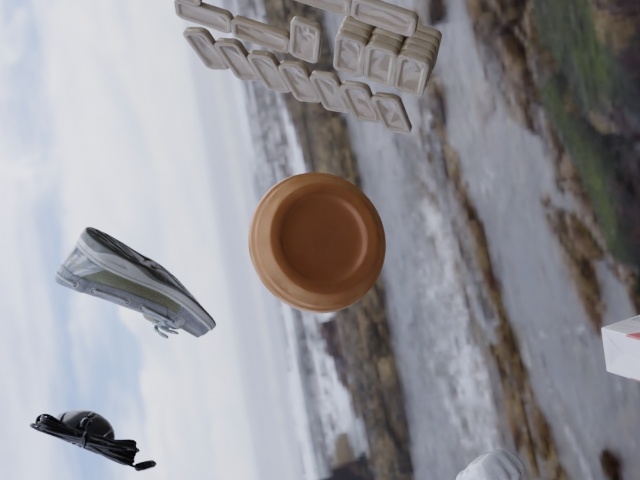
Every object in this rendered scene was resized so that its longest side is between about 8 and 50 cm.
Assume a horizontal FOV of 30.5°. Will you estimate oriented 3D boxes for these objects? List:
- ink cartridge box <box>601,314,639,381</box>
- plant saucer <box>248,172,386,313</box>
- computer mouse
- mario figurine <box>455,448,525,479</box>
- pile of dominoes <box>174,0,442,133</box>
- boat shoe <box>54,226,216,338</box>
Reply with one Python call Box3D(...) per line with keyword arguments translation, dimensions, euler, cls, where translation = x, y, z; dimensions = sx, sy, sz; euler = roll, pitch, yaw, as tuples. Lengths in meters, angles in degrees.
Box3D(translation=(0.490, 0.129, 1.558), dimensions=(0.115, 0.198, 0.067), euler=(15, 118, 65), cls="ink cartridge box")
Box3D(translation=(0.000, 0.000, 1.625), dimensions=(0.037, 0.200, 0.200), euler=(148, 112, -69), cls="plant saucer")
Box3D(translation=(-0.330, 0.303, 1.808), dimensions=(0.262, 0.184, 0.060), euler=(92, -161, -76), cls="computer mouse")
Box3D(translation=(0.127, 0.316, 1.089), dimensions=(0.198, 0.320, 0.170), euler=(67, -168, -46), cls="mario figurine")
Box3D(translation=(-0.016, -0.196, 1.087), dimensions=(0.196, 0.251, 0.040), euler=(94, -163, -66), cls="pile of dominoes")
Box3D(translation=(-0.300, 0.088, 1.947), dimensions=(0.118, 0.103, 0.320), euler=(42, -177, 42), cls="boat shoe")
